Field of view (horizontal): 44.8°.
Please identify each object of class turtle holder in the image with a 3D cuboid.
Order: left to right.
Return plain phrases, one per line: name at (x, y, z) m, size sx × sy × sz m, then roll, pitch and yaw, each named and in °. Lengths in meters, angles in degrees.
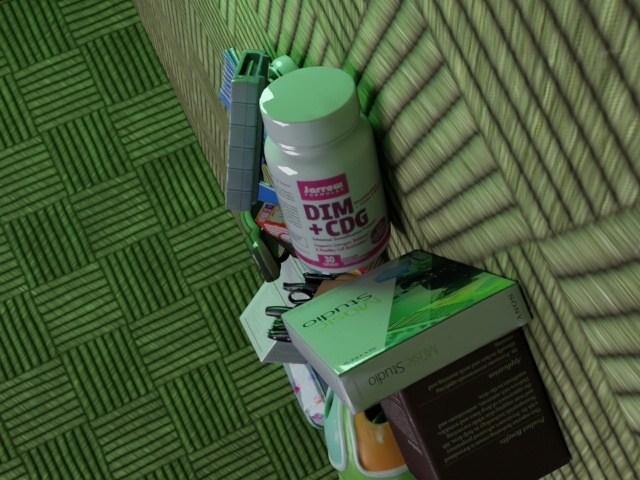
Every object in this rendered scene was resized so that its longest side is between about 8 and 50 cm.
turtle holder at (0.126, 0.304, 1.381) m, size 0.227 × 0.243 × 0.320 m, roll 65°, pitch -154°, yaw -14°

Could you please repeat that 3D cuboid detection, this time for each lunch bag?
lunch bag at (0.034, 0.310, 1.866) m, size 0.108 × 0.224 × 0.279 m, roll -43°, pitch 65°, yaw 40°

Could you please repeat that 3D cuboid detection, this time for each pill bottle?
pill bottle at (0.008, -0.100, 1.142) m, size 0.160 × 0.160 × 0.283 m, roll 55°, pitch 166°, yaw 45°

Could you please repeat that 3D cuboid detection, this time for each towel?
towel at (-0.196, -0.330, 1.996) m, size 0.243 × 0.040 × 0.336 m, roll 64°, pitch 170°, yaw 3°

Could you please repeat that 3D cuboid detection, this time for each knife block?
knife block at (0.031, 0.143, 1.376) m, size 0.275 × 0.242 × 0.088 m, roll 49°, pitch 162°, yaw 57°

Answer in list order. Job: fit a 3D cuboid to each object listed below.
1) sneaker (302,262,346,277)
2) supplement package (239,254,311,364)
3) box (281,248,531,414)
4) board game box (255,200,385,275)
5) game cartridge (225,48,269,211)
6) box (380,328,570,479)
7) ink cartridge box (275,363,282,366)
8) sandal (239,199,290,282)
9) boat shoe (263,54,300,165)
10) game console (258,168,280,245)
sneaker at (-0.023, -0.050, 1.573) m, size 0.302 × 0.108 × 0.121 m, roll 61°, pitch 174°, yaw 28°
supplement package at (-0.043, 0.138, 1.693) m, size 0.244 × 0.134 × 0.139 m, roll -53°, pitch 48°, yaw 26°
box at (0.090, 0.099, 0.999) m, size 0.058 × 0.232 × 0.322 m, roll 66°, pitch 169°, yaw -13°
board game box at (0.000, 0.000, 1.375) m, size 0.193 × 0.045 × 0.147 m, roll 14°, pitch 160°, yaw 38°
game cartridge at (-0.131, -0.211, 1.423) m, size 0.355 × 0.068 × 0.230 m, roll -95°, pitch 6°, yaw -68°
box at (0.176, 0.208, 0.993) m, size 0.203 × 0.168 × 0.167 m, roll 67°, pitch 170°, yaw -11°
ink cartridge box at (-0.053, 0.266, 2.196) m, size 0.062 × 0.209 × 0.109 m, roll 69°, pitch 169°, yaw -24°
sandal at (-0.092, -0.005, 1.526) m, size 0.120 × 0.086 × 0.303 m, roll 57°, pitch -176°, yaw -22°
boat shoe at (-0.042, -0.157, 1.384) m, size 0.121 × 0.119 × 0.335 m, roll 48°, pitch 160°, yaw 59°
game console at (-0.098, -0.113, 1.966) m, size 0.293 × 0.173 × 0.250 m, roll 84°, pitch -176°, yaw -60°
